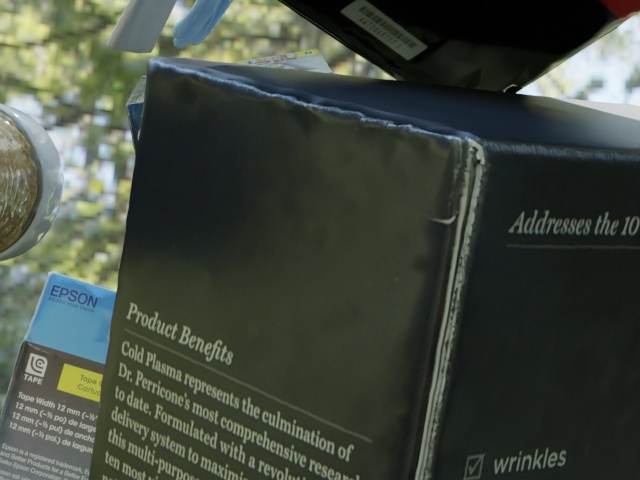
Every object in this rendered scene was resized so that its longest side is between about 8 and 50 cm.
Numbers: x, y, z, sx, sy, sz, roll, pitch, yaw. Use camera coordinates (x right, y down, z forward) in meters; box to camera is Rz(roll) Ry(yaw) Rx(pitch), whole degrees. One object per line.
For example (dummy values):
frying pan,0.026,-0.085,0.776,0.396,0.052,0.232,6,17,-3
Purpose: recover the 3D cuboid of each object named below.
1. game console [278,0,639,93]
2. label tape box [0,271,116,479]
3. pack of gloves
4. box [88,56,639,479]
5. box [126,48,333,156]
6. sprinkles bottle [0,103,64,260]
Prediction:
game console,0.145,-0.232,1.130,0.342,0.060,0.386,-32,-26,19
label tape box,-0.194,0.232,1.712,0.249,0.347,0.115,16,-5,8
pack of gloves,-0.087,-0.254,1.342,0.046,0.232,0.195,32,12,14
box,0.122,0.149,1.127,0.480,0.471,0.297,2,13,-43
box,-0.071,-0.115,1.430,0.159,0.044,0.233,-10,11,-1
sprinkles bottle,-0.279,-0.041,1.137,0.121,0.121,0.355,0,1,11
